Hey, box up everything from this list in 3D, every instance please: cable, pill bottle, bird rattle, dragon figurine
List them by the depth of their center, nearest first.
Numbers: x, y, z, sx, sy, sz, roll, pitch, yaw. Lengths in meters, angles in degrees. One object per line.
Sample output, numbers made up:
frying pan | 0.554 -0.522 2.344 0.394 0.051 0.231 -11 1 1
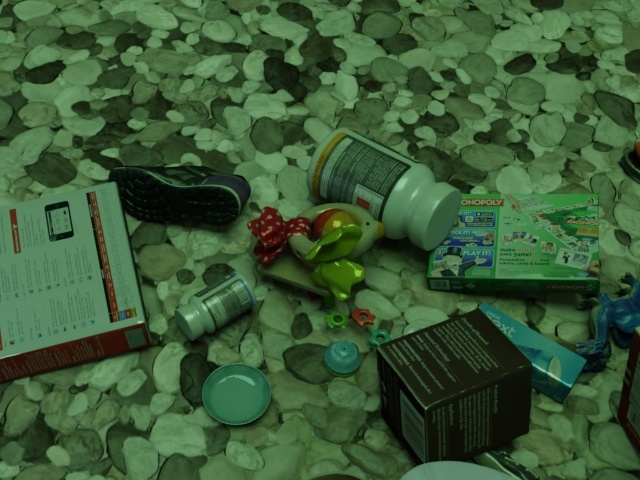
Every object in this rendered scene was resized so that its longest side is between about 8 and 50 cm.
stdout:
pill bottle | -0.192 0.121 1.678 0.137 0.078 0.078 -31 61 -24
bird rattle | 0.000 0.000 1.696 0.207 0.143 0.254 -30 33 -31
dragon figurine | 0.578 0.144 1.708 0.289 0.085 0.144 -19 59 -12
pill bottle | 0.123 -0.099 1.791 0.279 0.162 0.162 30 57 27
cable | 0.725 -0.121 1.926 0.140 0.072 0.287 -5 54 -1

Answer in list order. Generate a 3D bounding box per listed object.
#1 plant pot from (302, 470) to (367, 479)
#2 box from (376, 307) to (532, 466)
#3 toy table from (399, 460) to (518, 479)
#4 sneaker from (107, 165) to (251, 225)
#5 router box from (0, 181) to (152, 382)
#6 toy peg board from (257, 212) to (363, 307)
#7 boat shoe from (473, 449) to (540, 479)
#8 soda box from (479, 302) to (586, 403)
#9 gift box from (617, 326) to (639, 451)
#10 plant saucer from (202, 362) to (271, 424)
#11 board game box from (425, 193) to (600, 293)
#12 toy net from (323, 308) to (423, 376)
plant pot | 0.031 0.502 1.310 0.284 0.191 0.284 -31 30 21
box | 0.221 0.250 1.531 0.203 0.168 0.167 -19 37 -17
toy table | 0.231 0.460 1.398 0.274 0.160 0.252 30 54 16
sneaker | -0.279 -0.102 1.844 0.284 0.107 0.124 12 29 10
router box | -0.489 0.069 1.681 0.301 0.082 0.335 -13 55 -9
toy peg board | -0.007 0.046 1.761 0.161 0.079 0.161 17 52 28
boat shoe | 0.309 0.377 1.542 0.125 0.046 0.038 33 58 16
soda box | 0.364 0.203 1.662 0.210 0.067 0.071 29 57 18
gift box | 0.665 0.274 1.526 0.258 0.276 0.255 -11 42 -8
plant saucer | -0.146 0.271 1.604 0.120 0.021 0.119 1 53 -2
board game box | 0.375 0.002 1.779 0.318 0.046 0.213 1 51 15
toy net | 0.121 0.186 1.675 0.232 0.045 0.122 1 51 -5
